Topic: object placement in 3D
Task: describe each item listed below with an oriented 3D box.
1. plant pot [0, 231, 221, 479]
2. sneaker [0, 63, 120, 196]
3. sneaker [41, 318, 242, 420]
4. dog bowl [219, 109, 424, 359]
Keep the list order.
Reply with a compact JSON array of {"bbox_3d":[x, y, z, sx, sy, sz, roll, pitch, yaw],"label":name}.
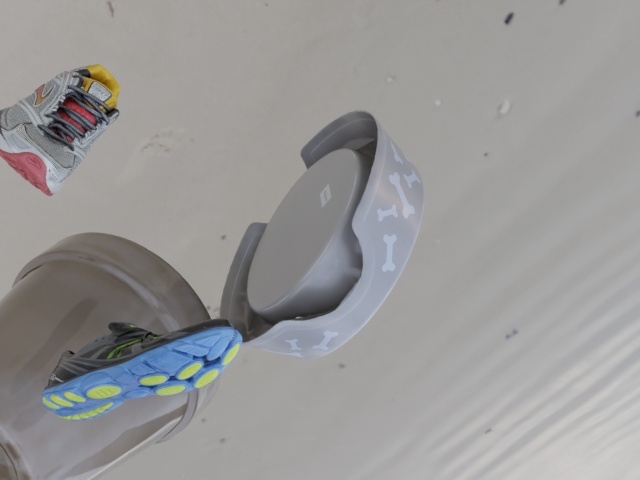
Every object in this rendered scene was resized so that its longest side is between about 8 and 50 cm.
[{"bbox_3d":[-0.337,0.187,0.811,0.323,0.323,0.280,-58,173,32],"label":"plant pot"},{"bbox_3d":[-0.254,-0.123,0.621,0.093,0.225,0.088,-34,120,12],"label":"sneaker"},{"bbox_3d":[-0.159,0.099,0.553,0.188,0.078,0.067,-18,137,15],"label":"sneaker"},{"bbox_3d":[0.000,0.000,0.848,0.102,0.349,0.349,31,116,-23],"label":"dog bowl"}]
